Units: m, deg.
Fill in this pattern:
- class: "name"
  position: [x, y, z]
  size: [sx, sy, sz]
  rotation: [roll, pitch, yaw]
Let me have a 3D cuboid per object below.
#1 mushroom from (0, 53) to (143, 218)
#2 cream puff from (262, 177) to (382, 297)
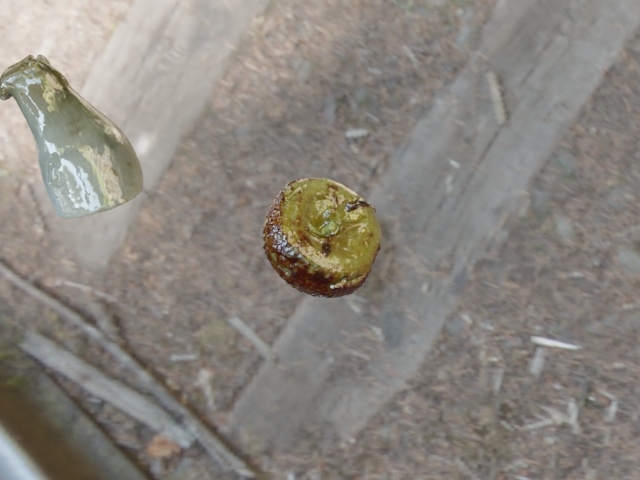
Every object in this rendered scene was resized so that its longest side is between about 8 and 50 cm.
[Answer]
- class: "mushroom"
  position: [-0.291, -0.126, 1.674]
  size: [0.225, 0.116, 0.093]
  rotation: [64, 154, 11]
- class: "cream puff"
  position: [0.000, 0.000, 1.640]
  size: [0.084, 0.149, 0.149]
  rotation: [-49, 53, 54]
